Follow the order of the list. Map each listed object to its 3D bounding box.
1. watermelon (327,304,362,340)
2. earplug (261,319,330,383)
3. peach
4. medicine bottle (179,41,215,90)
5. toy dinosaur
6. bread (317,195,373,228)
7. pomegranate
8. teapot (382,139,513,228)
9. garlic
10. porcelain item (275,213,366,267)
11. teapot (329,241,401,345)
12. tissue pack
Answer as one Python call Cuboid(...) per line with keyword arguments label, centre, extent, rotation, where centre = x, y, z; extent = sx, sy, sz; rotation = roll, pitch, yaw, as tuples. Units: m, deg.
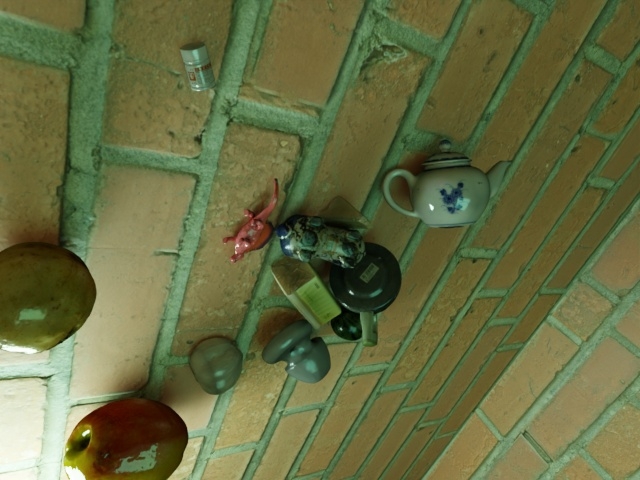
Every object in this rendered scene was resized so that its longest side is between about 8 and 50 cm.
Cuboid(label="watermelon", centre=(0.100, 0.303, 1.657), extent=(0.141, 0.140, 0.187), rotation=(-41, 131, 3))
Cuboid(label="earplug", centre=(-0.080, 0.411, 1.606), extent=(0.214, 0.175, 0.325), rotation=(-40, 135, -1))
Cuboid(label="peach", centre=(-0.606, 0.665, 1.404), extent=(0.373, 0.290, 0.372), rotation=(-20, 136, -20))
Cuboid(label="medicine bottle", centre=(-0.266, -0.377, 0.948), extent=(0.057, 0.057, 0.089), rotation=(-21, 132, -16))
Cuboid(label="toy dinosaur", centre=(-0.168, -0.042, 1.282), extent=(0.286, 0.070, 0.139), rotation=(-53, 144, 10))
Cuboid(label="bread", centre=(0.075, -0.058, 1.350), extent=(0.105, 0.152, 0.077), rotation=(-47, 134, 3))
Cuboid(label="pomegranate", centre=(-0.647, 0.124, 0.977), extent=(0.261, 0.260, 0.260), rotation=(-17, 131, -20))
Cuboid(label="teapot", centre=(0.410, -0.185, 1.409), extent=(0.424, 0.252, 0.279), rotation=(-6, 95, 0))
Cuboid(label="garlic", centre=(-0.347, 0.444, 1.496), extent=(0.178, 0.143, 0.229), rotation=(-24, 125, -11))
Cuboid(label="porcelain item", centre=(0.000, 0.000, 1.348), extent=(0.288, 0.186, 0.137), rotation=(12, 92, -24))
Cuboid(label="teapot", centre=(0.185, 0.186, 1.510), extent=(0.240, 0.321, 0.239), rotation=(-30, 155, 0))
Cuboid(label="tissue pack", centre=(-0.045, 0.162, 1.440), extent=(0.125, 0.159, 0.234), rotation=(-35, 135, -3))
